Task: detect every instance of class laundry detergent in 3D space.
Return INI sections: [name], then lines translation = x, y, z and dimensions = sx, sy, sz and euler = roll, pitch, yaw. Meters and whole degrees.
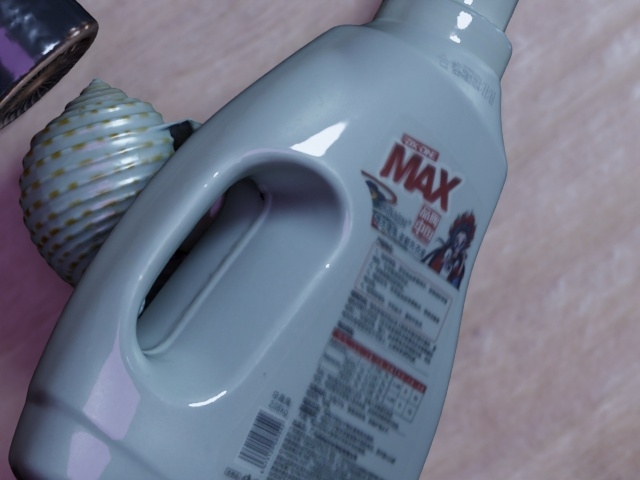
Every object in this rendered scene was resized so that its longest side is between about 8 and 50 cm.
[laundry detergent]
translation = 0.000, 0.000, 1.025
dimensions = 0.264, 0.125, 0.397
euler = 32, 80, -39

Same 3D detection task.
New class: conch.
[conch]
translation = -0.114, -0.021, 1.059
dimensions = 0.135, 0.102, 0.153
euler = -14, 116, -22

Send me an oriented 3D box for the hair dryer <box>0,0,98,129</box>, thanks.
[hair dryer]
translation = -0.144, -0.245, 1.063
dimensions = 0.352, 0.107, 0.189
euler = -44, 92, -10
